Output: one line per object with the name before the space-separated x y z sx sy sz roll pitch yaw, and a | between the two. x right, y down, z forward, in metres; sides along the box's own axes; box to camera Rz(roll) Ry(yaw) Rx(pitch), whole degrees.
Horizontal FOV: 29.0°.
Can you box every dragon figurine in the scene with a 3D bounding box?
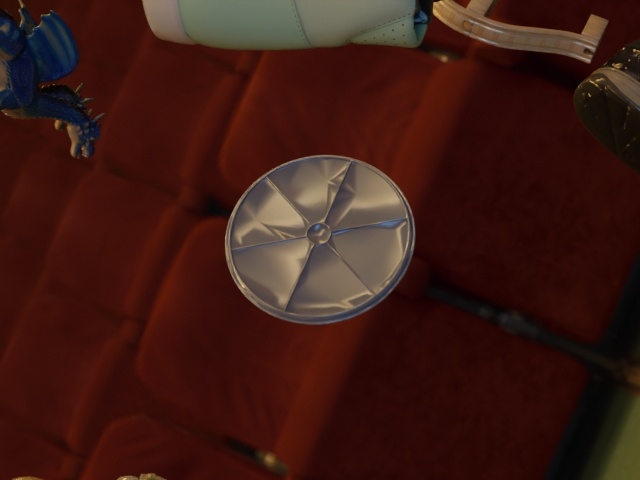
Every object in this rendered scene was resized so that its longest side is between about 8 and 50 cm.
dragon figurine | -0.323 -0.209 1.345 0.144 0.085 0.289 -31 -50 -31

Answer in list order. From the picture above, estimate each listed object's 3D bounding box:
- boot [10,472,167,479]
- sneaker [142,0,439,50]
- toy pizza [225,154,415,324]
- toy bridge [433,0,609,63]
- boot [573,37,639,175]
boot | -0.138 0.202 0.823 0.077 0.213 0.165 -40 23 6
sneaker | 0.012 -0.209 0.550 0.094 0.151 0.256 -27 -56 -75
toy pizza | 0.000 0.000 1.306 0.032 0.201 0.201 75 -146 -61
toy bridge | 0.123 -0.180 0.948 0.063 0.188 0.026 -57 -11 -43
boot | 0.333 -0.095 0.962 0.178 0.236 0.085 -49 -1 -23
